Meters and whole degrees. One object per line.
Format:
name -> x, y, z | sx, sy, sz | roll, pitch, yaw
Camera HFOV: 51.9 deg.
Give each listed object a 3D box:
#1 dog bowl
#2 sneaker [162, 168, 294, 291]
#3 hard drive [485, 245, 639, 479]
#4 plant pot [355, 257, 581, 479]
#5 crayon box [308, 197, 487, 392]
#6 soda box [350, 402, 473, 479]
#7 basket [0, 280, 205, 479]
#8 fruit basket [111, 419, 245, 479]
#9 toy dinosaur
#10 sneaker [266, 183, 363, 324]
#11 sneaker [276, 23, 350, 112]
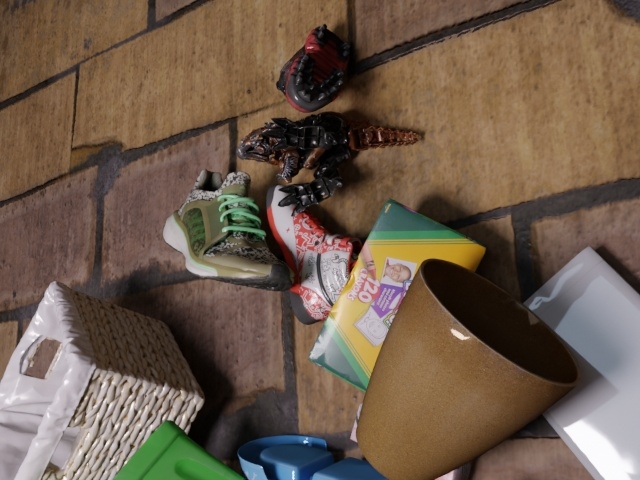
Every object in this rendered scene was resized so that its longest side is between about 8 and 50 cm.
dog bowl -> 0.004, 0.375, 1.017 | 0.297, 0.166, 0.074 | 1, 90, 36
sneaker -> -0.168, -0.034, 1.185 | 0.410, 0.158, 0.181 | 29, 105, 52
hard drive -> 0.385, 0.185, 0.859 | 0.203, 0.040, 0.307 | -47, 55, 17
plant pot -> 0.163, 0.194, 0.869 | 0.237, 0.237, 0.254 | 47, 116, 34
crayon box -> 0.119, 0.097, 1.013 | 0.165, 0.081, 0.278 | 27, 95, 14
soda box -> 0.139, 0.305, 0.995 | 0.183, 0.058, 0.062 | 14, 87, 37
basket -> -0.425, 0.308, 1.221 | 0.328, 0.267, 0.331 | -62, 33, 7
fruit basket -> -0.317, 0.496, 1.054 | 0.392, 0.283, 0.391 | 12, 120, 20
toy dinosaur -> -0.004, -0.176, 1.156 | 0.322, 0.218, 0.164 | -23, 107, 27
sneaker -> 0.001, 0.001, 1.156 | 0.145, 0.090, 0.269 | -25, 68, 28
sneaker -> -0.022, -0.284, 1.186 | 0.135, 0.098, 0.276 | -45, 18, 32
